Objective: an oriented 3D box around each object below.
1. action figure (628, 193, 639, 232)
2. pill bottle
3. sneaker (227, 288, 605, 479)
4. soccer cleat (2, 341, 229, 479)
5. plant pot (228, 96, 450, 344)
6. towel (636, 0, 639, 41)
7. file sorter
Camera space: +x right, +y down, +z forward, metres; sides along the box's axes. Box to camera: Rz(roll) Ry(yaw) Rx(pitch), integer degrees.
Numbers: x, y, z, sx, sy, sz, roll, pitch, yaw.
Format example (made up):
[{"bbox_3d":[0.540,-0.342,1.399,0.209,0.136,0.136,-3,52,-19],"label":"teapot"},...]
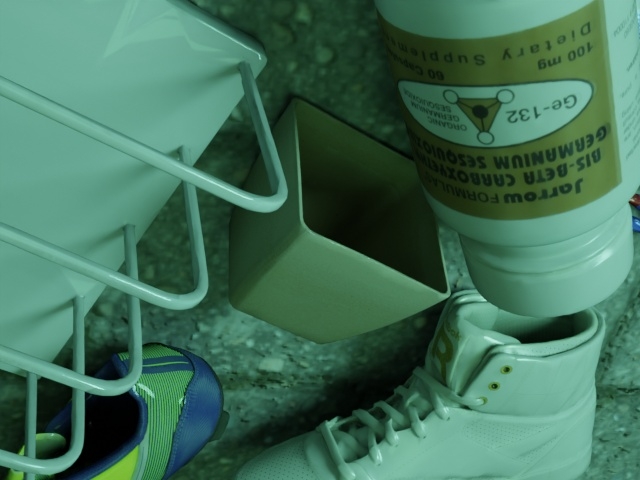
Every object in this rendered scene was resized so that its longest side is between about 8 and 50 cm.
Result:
[{"bbox_3d":[0.246,-0.010,0.742,0.115,0.030,0.038,9,119,-22],"label":"action figure"},{"bbox_3d":[0.113,-0.071,0.594,0.131,0.131,0.229,-19,129,1],"label":"pill bottle"},{"bbox_3d":[0.064,0.115,0.753,0.292,0.108,0.169,-13,128,-16],"label":"sneaker"},{"bbox_3d":[-0.187,0.174,0.724,0.289,0.093,0.121,-46,147,14],"label":"soccer cleat"},{"bbox_3d":[0.000,0.000,0.646,0.109,0.109,0.096,26,129,-29],"label":"plant pot"},{"bbox_3d":[0.272,-0.223,0.578,0.209,0.034,0.285,1,127,-15],"label":"towel"},{"bbox_3d":[-0.173,0.000,0.556,0.193,0.173,0.278,25,118,-28],"label":"file sorter"}]
